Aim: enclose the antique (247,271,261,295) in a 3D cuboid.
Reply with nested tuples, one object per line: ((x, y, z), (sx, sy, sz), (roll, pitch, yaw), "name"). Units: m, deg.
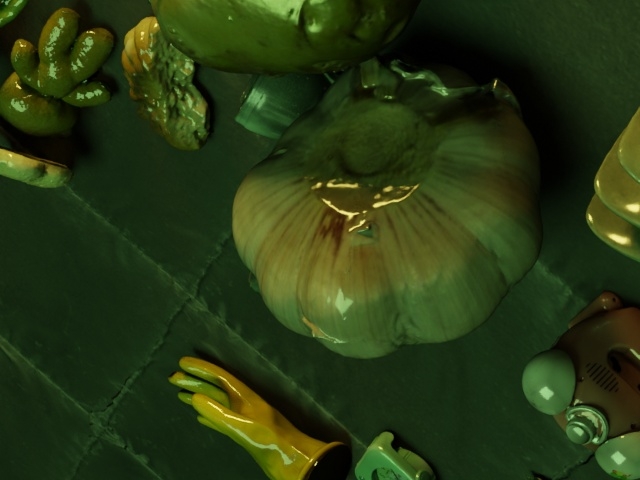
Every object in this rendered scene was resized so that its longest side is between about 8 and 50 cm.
((0.000, 0.000, 1.617), (0.088, 0.183, 0.086), (32, 142, 17), "antique")

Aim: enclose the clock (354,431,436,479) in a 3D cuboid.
((0.114, 0.324, 1.936), (0.135, 0.041, 0.101), (38, 142, 7), "clock")

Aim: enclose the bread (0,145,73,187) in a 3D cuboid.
((-0.422, -0.106, 1.922), (0.182, 0.039, 0.251), (18, 180, -18), "bread")

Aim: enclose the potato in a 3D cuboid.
((-0.021, -0.236, 1.354), (0.196, 0.246, 0.300), (58, 138, 6), "potato")

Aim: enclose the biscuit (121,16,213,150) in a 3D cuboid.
((-0.191, -0.187, 1.720), (0.118, 0.061, 0.183), (20, 137, 31), "biscuit")

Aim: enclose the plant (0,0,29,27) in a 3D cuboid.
((-0.452, -0.264, 1.738), (0.333, 0.180, 0.251), (-20, 66, 58), "plant")

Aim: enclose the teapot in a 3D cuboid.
((-0.016, -0.170, 1.563), (0.108, 0.149, 0.111), (31, -178, -6), "teapot")

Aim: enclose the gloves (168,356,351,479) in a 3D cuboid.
((-0.104, 0.269, 2.049), (0.294, 0.116, 0.133), (30, 134, 28), "gloves")

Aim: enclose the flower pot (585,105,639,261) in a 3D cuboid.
((0.393, -0.046, 1.229), (0.254, 0.164, 0.367), (45, 142, -10), "flower pot")

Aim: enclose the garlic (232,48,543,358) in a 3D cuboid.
((0.071, -0.027, 1.433), (0.322, 0.322, 0.241), (-8, 147, 46), "garlic")

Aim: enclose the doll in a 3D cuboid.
((-0.331, -0.214, 1.820), (0.137, 0.097, 0.209), (24, 132, -25), "doll")

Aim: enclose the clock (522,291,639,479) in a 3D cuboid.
((0.303, 0.151, 1.499), (0.166, 0.162, 0.093), (42, 140, 2), "clock")

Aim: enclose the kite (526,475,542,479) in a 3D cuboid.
((0.358, 0.363, 1.771), (0.241, 0.014, 0.183), (25, 136, 24), "kite")
